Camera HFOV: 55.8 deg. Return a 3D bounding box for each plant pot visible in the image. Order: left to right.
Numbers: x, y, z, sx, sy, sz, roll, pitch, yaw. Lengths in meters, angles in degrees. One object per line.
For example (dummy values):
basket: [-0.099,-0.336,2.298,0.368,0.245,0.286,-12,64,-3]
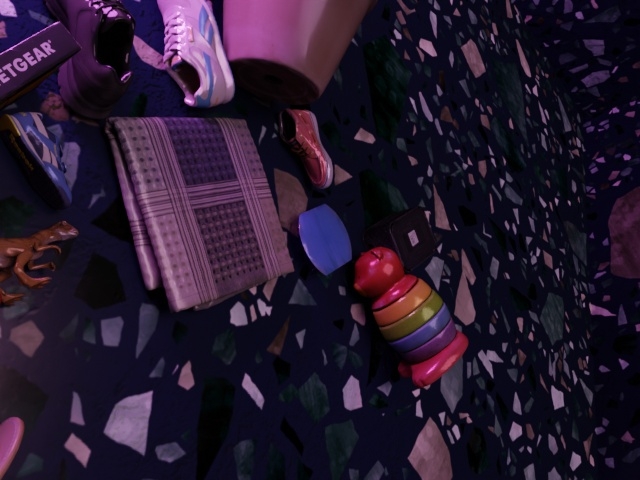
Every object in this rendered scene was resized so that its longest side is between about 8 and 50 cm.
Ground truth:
plant pot: [-0.058,-0.428,1.151,0.323,0.323,0.281,23,76,-44]

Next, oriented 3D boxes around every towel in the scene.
towel: [-0.195,-0.055,1.037,0.312,0.056,0.324,-16,87,-54]

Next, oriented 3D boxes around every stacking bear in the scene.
stacking bear: [0.177,0.145,1.318,0.164,0.175,0.289,-36,94,-8]

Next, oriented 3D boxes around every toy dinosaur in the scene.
toy dinosaur: [-0.402,0.020,0.757,0.211,0.064,0.112,-9,66,-60]

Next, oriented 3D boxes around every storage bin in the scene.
storage bin: [0.191,0.002,1.441,0.180,0.084,0.122,-29,100,-51]

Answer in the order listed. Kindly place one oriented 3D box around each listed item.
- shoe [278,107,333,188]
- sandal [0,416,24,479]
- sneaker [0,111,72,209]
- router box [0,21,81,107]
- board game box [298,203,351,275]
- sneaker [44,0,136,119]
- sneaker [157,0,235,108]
shoe: [-0.035,-0.191,1.259,0.081,0.063,0.178,-5,76,-49]
sandal: [-0.412,0.270,0.620,0.079,0.088,0.240,54,47,-32]
sneaker: [-0.375,-0.112,0.828,0.059,0.053,0.144,-41,110,-51]
router box: [-0.403,-0.195,0.759,0.046,0.133,0.179,53,44,-22]
board game box: [0.000,0.000,1.256,0.168,0.033,0.133,-28,94,-56]
sneaker: [-0.331,-0.332,0.897,0.109,0.130,0.287,-10,84,-49]
sneaker: [-0.231,-0.344,1.056,0.092,0.087,0.229,-30,99,-48]
